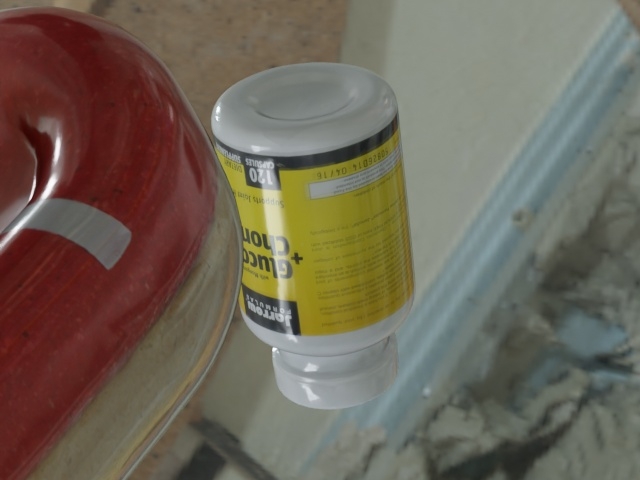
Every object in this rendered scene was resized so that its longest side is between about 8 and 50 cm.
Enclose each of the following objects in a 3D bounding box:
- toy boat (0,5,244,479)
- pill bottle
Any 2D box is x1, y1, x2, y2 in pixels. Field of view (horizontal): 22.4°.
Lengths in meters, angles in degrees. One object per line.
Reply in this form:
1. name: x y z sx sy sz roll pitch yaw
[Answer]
1. toy boat: -0.124 0.008 0.360 0.151 0.151 0.231 64 -143 -23
2. pill bottle: 0.000 0.000 0.915 0.103 0.103 0.184 -27 -56 -32
